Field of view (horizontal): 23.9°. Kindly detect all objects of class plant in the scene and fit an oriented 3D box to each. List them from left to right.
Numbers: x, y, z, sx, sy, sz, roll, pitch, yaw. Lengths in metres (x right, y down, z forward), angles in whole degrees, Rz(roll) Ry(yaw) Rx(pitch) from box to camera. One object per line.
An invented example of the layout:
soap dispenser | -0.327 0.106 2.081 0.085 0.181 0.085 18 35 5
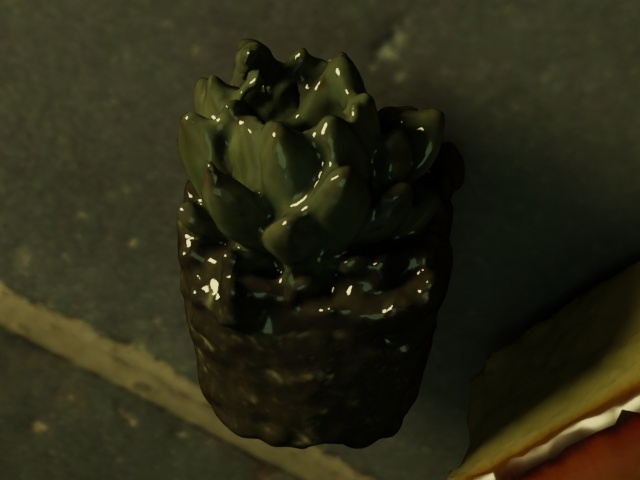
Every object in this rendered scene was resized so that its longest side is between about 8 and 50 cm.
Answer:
plant | 0.000 0.000 0.714 0.132 0.129 0.194 4 129 3

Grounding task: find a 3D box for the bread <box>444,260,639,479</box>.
bread | 0.284 0.115 0.741 0.333 0.143 0.324 38 123 -18
